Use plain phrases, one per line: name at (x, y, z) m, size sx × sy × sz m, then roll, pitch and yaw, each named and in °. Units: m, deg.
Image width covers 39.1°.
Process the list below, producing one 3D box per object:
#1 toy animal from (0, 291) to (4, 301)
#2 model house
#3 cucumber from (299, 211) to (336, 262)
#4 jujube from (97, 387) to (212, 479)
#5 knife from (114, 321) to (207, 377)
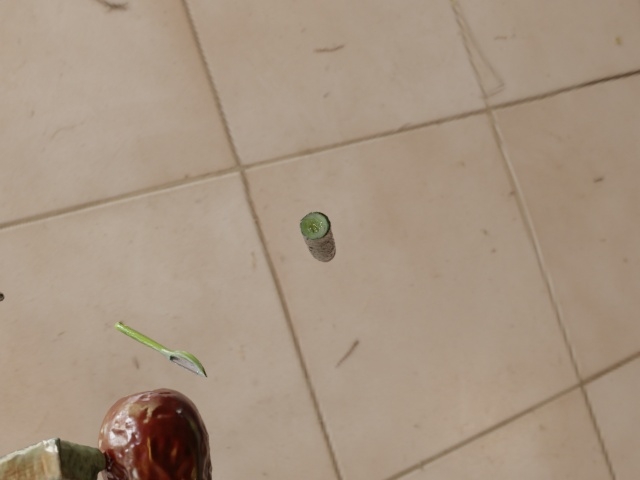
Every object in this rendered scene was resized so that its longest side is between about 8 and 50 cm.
toy animal at (-0.514, 0.032, 1.171) m, size 0.232 × 0.148 × 0.085 m, roll 25°, pitch 76°, yaw -3°
model house at (-0.516, 0.556, 1.615) m, size 0.267 × 0.194 × 0.325 m, roll -21°, pitch 64°, yaw 10°
cucumber at (0.000, 0.000, 0.954) m, size 0.032 × 0.133 × 0.032 m, roll -1°, pitch 77°, yaw 5°
jujube at (-0.323, 0.455, 1.795) m, size 0.223 × 0.223 × 0.318 m, roll -3°, pitch 71°, yaw -30°
knife at (-0.256, 0.173, 1.453) m, size 0.184 × 0.022 × 0.026 m, roll 24°, pitch 84°, yaw 17°
